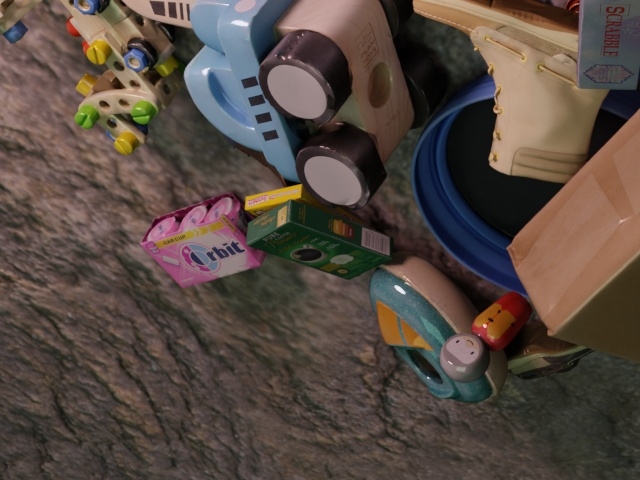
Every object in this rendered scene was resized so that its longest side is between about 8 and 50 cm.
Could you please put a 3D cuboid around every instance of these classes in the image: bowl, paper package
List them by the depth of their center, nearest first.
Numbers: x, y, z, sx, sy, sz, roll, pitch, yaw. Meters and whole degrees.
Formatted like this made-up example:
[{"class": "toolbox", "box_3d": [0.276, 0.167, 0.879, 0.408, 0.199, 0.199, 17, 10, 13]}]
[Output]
[{"class": "paper package", "box_3d": [0.447, -0.007, 1.760, 0.309, 0.168, 0.325, 18, 129, -32]}, {"class": "bowl", "box_3d": [0.315, -0.069, 1.973, 0.391, 0.077, 0.391, 15, 140, 13]}]

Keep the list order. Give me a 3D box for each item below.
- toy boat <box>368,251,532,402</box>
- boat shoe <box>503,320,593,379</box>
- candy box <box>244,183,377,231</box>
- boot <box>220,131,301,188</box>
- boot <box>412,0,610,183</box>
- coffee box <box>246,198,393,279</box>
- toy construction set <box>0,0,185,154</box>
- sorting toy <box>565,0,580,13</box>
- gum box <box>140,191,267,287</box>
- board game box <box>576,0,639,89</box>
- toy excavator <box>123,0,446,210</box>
[{"class": "toy boat", "box_3d": [0.176, 0.136, 2.150, 0.267, 0.148, 0.318, 51, 162, -11]}, {"class": "boat shoe", "box_3d": [0.349, 0.157, 2.213, 0.073, 0.080, 0.223, 36, 146, -23]}, {"class": "candy box", "box_3d": [-0.004, -0.024, 2.177, 0.105, 0.027, 0.206, -14, 149, 36]}, {"class": "boot", "box_3d": [-0.071, -0.142, 2.122, 0.106, 0.082, 0.219, 29, 163, 41]}, {"class": "boot", "box_3d": [0.214, -0.188, 1.785, 0.262, 0.095, 0.203, 20, 119, 13]}, {"class": "coffee box", "box_3d": [0.000, 0.000, 2.142, 0.184, 0.040, 0.113, 19, 152, -29]}, {"class": "toy construction set", "box_3d": [-0.317, -0.264, 2.047, 0.215, 0.151, 0.328, -19, 135, 41]}, {"class": "sorting toy", "box_3d": [0.312, -0.282, 1.759, 0.061, 0.042, 0.102, 7, 138, 21]}, {"class": "gum box", "box_3d": [-0.171, 0.000, 2.320, 0.188, 0.062, 0.107, -16, 126, 40]}, {"class": "board game box", "box_3d": [0.280, -0.347, 1.402, 0.066, 0.318, 0.318, 3, 164, 9]}, {"class": "toy excavator", "box_3d": [-0.118, -0.271, 1.894, 0.445, 0.222, 0.433, 9, 138, 32]}]
